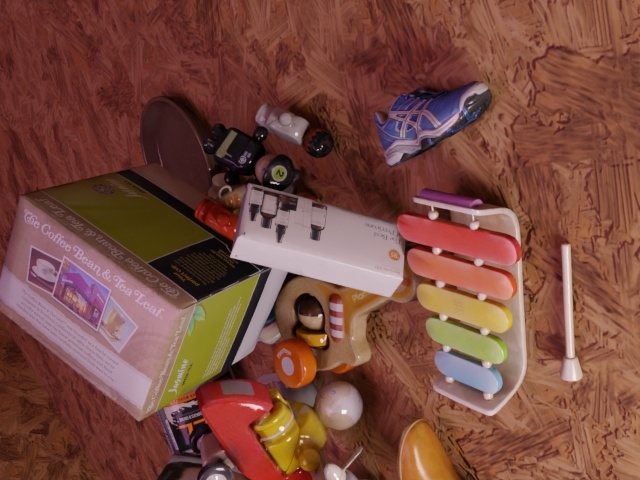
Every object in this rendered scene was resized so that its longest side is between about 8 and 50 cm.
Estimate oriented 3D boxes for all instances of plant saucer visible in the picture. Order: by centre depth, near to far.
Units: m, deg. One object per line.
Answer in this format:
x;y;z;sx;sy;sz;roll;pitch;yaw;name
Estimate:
-0.286;-0.163;1.704;0.278;0.041;0.277;31;132;42;plant saucer

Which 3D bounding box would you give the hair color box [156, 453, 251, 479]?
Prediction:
-0.161;0.556;1.672;0.375;0.185;0.113;3;117;17;hair color box

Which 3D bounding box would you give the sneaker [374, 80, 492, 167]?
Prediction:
0.136;-0.163;1.079;0.211;0.080;0.081;-26;91;55;sneaker

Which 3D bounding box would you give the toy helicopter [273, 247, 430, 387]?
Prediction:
0.041;0.086;1.355;0.355;0.140;0.234;-31;74;46;toy helicopter

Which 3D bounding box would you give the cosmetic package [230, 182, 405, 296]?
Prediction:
0.000;0.000;1.174;0.060;0.239;0.098;120;161;-56;cosmetic package

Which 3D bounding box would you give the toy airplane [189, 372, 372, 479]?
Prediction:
-0.009;0.374;1.461;0.386;0.384;0.272;42;97;20;toy airplane

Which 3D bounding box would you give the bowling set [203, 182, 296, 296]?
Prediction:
-0.145;0.053;1.532;0.200;0.154;0.286;35;136;39;bowling set

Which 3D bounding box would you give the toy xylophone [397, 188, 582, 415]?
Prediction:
0.223;0.079;1.102;0.236;0.081;0.322;6;114;52;toy xylophone

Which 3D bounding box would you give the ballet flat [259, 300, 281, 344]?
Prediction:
-0.119;0.168;1.649;0.248;0.086;0.086;-5;105;57;ballet flat

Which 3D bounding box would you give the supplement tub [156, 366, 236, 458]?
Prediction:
-0.261;0.398;1.865;0.194;0.194;0.315;-12;100;56;supplement tub

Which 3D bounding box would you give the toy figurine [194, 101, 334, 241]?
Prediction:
-0.080;-0.095;1.309;0.148;0.209;0.213;29;127;21;toy figurine

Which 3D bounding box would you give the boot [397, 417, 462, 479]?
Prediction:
0.242;0.420;1.279;0.211;0.104;0.295;6;119;47;boot

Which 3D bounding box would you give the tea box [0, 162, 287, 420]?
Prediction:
-0.281;0.063;1.349;0.329;0.323;0.220;33;116;19;tea box

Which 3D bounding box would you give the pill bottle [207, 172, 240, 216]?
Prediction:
-0.187;-0.069;1.598;0.065;0.065;0.116;39;138;35;pill bottle
